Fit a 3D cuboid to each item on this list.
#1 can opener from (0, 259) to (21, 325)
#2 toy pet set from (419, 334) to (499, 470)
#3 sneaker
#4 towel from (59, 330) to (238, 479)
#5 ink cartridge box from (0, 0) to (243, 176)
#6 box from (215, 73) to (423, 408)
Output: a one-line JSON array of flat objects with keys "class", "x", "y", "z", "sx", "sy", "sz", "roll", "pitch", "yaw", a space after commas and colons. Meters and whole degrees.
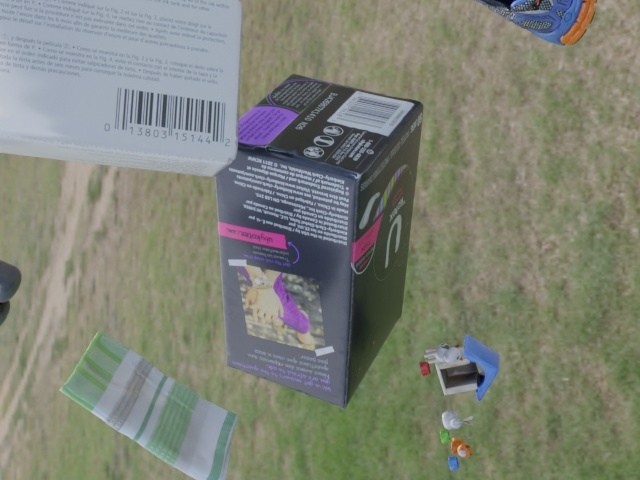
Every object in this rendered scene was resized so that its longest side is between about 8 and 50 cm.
[{"class": "can opener", "x": -0.420, "y": -0.006, "z": 0.817, "sx": 0.074, "sy": 0.280, "sz": 0.093, "roll": -61, "pitch": 7, "yaw": 27}, {"class": "toy pet set", "x": 0.158, "y": 0.158, "z": 0.906, "sx": 0.114, "sy": 0.065, "sz": 0.122, "roll": -51, "pitch": -55, "yaw": -69}, {"class": "sneaker", "x": 0.173, "y": -0.268, "z": 0.845, "sx": 0.221, "sy": 0.087, "sz": 0.083, "roll": 46, "pitch": 119, "yaw": 45}, {"class": "towel", "x": -0.139, "y": 0.140, "z": 0.732, "sx": 0.023, "sy": 0.152, "sz": 0.113, "roll": -52, "pitch": 10, "yaw": 11}, {"class": "ink cartridge box", "x": -0.207, "y": -0.196, "z": 0.660, "sx": 0.066, "sy": 0.296, "sz": 0.261, "roll": 161, "pitch": 113, "yaw": -68}, {"class": "box", "x": 0.000, "y": 0.000, "z": 0.847, "sx": 0.165, "sy": 0.143, "sz": 0.270, "roll": -51, "pitch": -30, "yaw": -48}]
